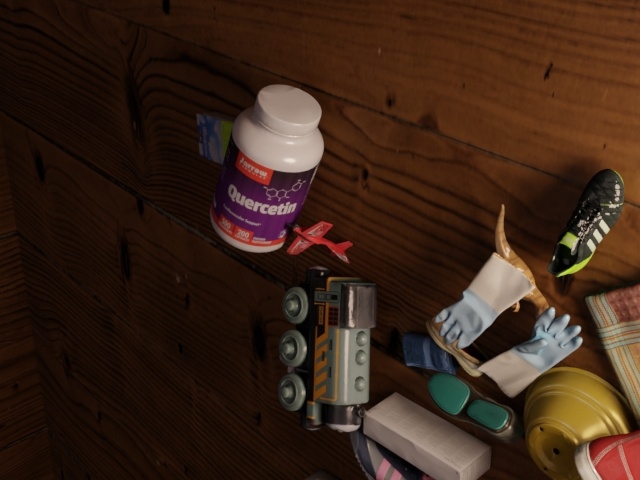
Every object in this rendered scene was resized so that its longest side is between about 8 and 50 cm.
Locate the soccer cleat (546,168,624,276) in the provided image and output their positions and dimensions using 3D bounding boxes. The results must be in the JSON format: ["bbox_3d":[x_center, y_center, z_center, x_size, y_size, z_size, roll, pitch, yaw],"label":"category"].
[{"bbox_3d":[0.380,-0.019,1.099,0.060,0.072,0.179,39,133,31],"label":"soccer cleat"}]

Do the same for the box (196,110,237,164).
[{"bbox_3d":[-0.206,-0.222,1.707,0.178,0.042,0.109,22,122,42],"label":"box"}]

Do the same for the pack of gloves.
[{"bbox_3d":[0.292,0.155,1.240,0.195,0.046,0.232,38,137,6],"label":"pack of gloves"}]

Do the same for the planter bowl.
[{"bbox_3d":[0.397,0.320,1.225,0.217,0.090,0.217,25,125,41],"label":"planter bowl"}]

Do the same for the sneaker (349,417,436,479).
[{"bbox_3d":[0.180,0.477,1.558,0.131,0.112,0.319,-37,81,33],"label":"sneaker"}]

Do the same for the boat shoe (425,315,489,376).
[{"bbox_3d":[0.248,0.181,1.369,0.135,0.050,0.045,44,133,13],"label":"boat shoe"}]

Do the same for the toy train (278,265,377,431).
[{"bbox_3d":[0.018,0.218,1.532,0.190,0.142,0.334,-1,85,46],"label":"toy train"}]

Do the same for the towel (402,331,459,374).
[{"bbox_3d":[0.205,0.212,1.445,0.119,0.029,0.067,5,110,48],"label":"towel"}]

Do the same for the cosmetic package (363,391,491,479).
[{"bbox_3d":[0.201,0.386,1.476,0.239,0.099,0.060,24,124,42],"label":"cosmetic package"}]

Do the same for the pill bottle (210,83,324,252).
[{"bbox_3d":[-0.104,-0.140,1.516,0.181,0.181,0.323,46,137,25],"label":"pill bottle"}]

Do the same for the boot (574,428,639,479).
[{"bbox_3d":[0.499,0.372,1.079,0.176,0.088,0.244,-33,90,34],"label":"boot"}]

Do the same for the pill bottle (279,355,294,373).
[{"bbox_3d":[-0.016,0.294,1.692,0.160,0.087,0.087,43,135,28],"label":"pill bottle"}]

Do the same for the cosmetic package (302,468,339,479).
[{"bbox_3d":[-0.006,0.688,1.834,0.107,0.127,0.238,16,121,45],"label":"cosmetic package"}]

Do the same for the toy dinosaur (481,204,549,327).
[{"bbox_3d":[0.306,0.044,1.238,0.112,0.064,0.211,-26,97,39],"label":"toy dinosaur"}]

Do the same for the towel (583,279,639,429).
[{"bbox_3d":[0.542,0.216,1.050,0.271,0.040,0.370,-28,85,50],"label":"towel"}]

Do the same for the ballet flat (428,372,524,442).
[{"bbox_3d":[0.276,0.304,1.374,0.068,0.072,0.213,42,170,-33],"label":"ballet flat"}]

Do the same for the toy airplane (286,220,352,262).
[{"bbox_3d":[0.000,0.000,1.532,0.151,0.028,0.151,11,145,8],"label":"toy airplane"}]
